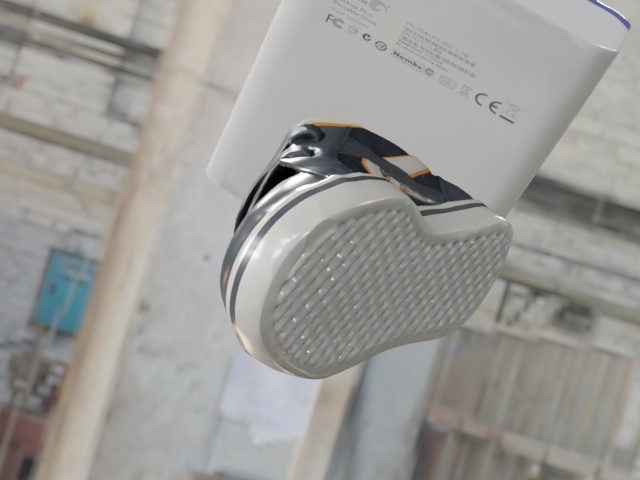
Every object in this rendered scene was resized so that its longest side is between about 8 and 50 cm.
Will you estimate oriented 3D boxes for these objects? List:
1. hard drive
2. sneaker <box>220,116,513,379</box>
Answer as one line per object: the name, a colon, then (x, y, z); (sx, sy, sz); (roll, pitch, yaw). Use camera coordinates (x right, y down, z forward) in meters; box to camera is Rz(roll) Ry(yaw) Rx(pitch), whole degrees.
hard drive: (0.056, -0.095, 1.353); (0.210, 0.040, 0.318); (29, -37, 0)
sneaker: (0.000, 0.000, 1.139); (0.127, 0.126, 0.321); (33, 11, 20)
